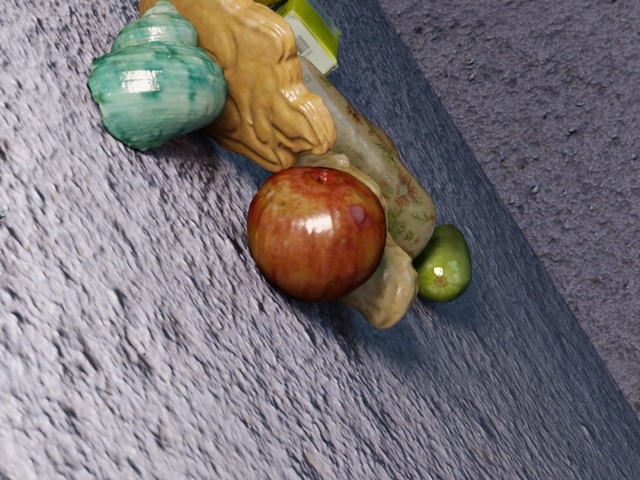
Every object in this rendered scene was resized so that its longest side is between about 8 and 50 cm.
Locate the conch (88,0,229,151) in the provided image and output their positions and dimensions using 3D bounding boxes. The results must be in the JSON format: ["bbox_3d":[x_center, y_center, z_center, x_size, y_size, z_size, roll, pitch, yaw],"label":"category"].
[{"bbox_3d":[-0.204,-0.217,1.458,0.196,0.134,0.202,34,27,-51],"label":"conch"}]

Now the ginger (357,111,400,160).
[{"bbox_3d":[0.061,-0.148,2.033,0.152,0.138,0.267,19,-9,29],"label":"ginger"}]

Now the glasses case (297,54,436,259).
[{"bbox_3d":[0.033,-0.127,1.883,0.425,0.156,0.098,46,-17,-23],"label":"glasses case"}]

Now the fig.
[{"bbox_3d":[-0.001,0.000,1.520,0.205,0.205,0.205,47,18,-21],"label":"fig"}]

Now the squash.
[{"bbox_3d":[0.230,0.032,2.174,0.118,0.118,0.370,52,14,-7],"label":"squash"}]

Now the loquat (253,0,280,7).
[{"bbox_3d":[-0.148,-0.547,2.137,0.246,0.213,0.213,32,6,27],"label":"loquat"}]

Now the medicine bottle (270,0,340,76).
[{"bbox_3d":[-0.051,-0.374,2.162,0.141,0.137,0.250,50,18,-17],"label":"medicine bottle"}]

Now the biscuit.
[{"bbox_3d":[-0.124,-0.222,1.547,0.376,0.051,0.269,36,-35,28],"label":"biscuit"}]

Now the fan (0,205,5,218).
[{"bbox_3d":[-0.342,-0.098,1.069,0.193,0.016,0.038,59,16,16],"label":"fan"}]

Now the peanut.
[{"bbox_3d":[0.047,-0.004,1.690,0.140,0.153,0.325,23,28,-51],"label":"peanut"}]
